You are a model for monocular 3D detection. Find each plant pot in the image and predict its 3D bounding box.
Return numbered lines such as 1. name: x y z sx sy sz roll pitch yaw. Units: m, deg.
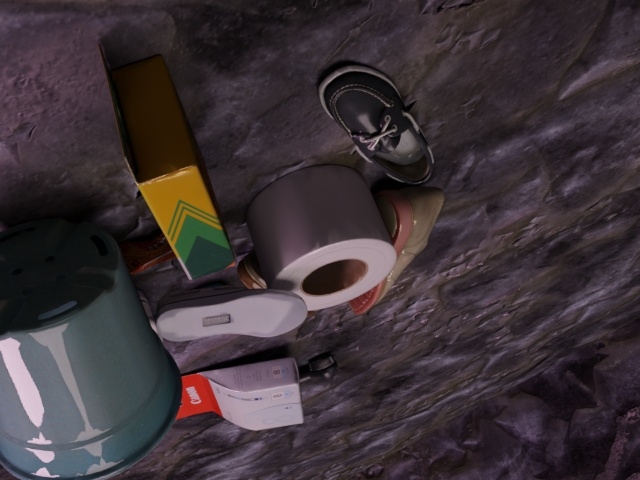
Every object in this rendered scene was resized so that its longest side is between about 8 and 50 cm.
1. plant pot: -0.420 0.166 1.231 0.341 0.341 0.334 -13 134 -13

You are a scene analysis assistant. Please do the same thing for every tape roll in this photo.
1. tape roll: 0.000 0.000 1.388 0.246 0.169 0.246 -16 150 -9

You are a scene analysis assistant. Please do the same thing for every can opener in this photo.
1. can opener: -0.039 0.378 2.136 0.186 0.073 0.059 -23 -170 12

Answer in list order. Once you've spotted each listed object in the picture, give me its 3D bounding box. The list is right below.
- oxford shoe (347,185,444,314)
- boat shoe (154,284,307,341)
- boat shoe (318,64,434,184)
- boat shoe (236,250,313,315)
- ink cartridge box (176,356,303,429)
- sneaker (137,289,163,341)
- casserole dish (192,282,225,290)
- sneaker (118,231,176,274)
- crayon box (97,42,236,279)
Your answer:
1. oxford shoe: 0.148 0.031 1.572 0.147 0.140 0.397 -16 155 -26
2. boat shoe: -0.154 0.111 1.294 0.258 0.084 0.095 0 119 -14
3. boat shoe: 0.105 -0.181 1.224 0.114 0.091 0.303 -34 148 23
4. boat shoe: -0.096 0.114 1.579 0.104 0.110 0.307 -31 149 16
5. ink cartridge box: -0.242 0.439 2.025 0.385 0.091 0.308 -10 149 -5
6. sneaker: -0.380 0.202 1.568 0.094 0.091 0.258 -15 151 -9
7. casserole dish: -0.238 0.145 1.620 0.114 0.037 0.188 -17 152 -6
8. sneaker: -0.302 0.025 1.352 0.175 0.064 0.067 -18 161 2
9. crayon box: -0.207 -0.105 1.043 0.081 0.202 0.318 -19 152 -4
